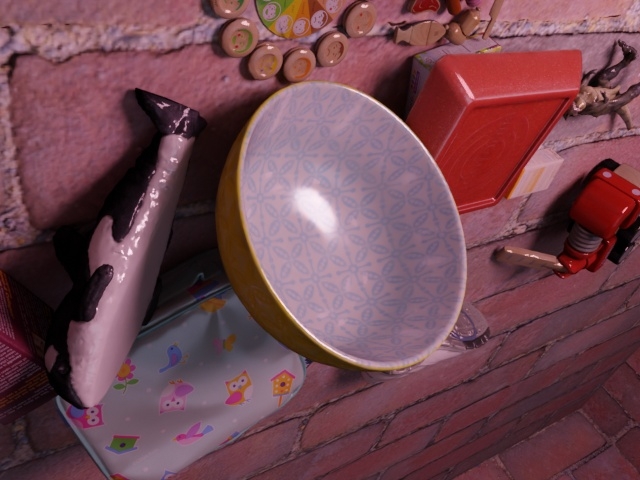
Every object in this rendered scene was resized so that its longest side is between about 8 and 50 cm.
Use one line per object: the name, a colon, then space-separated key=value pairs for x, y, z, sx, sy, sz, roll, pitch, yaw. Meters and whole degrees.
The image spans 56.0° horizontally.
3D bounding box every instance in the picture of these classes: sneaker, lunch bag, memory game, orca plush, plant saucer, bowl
sneaker: x=0.199 y=0.196 z=1.169 sx=0.297 sy=0.111 sz=0.129 roll=-11 pitch=154 yaw=-28
lunch bag: x=-0.162 y=0.142 z=0.717 sx=0.279 sy=0.108 sz=0.224 roll=-29 pitch=122 yaw=-16
memory game: x=-0.012 y=-0.222 z=0.535 sx=0.186 sy=0.012 sz=0.186 roll=-24 pitch=144 yaw=-19
orca plush: x=-0.205 y=0.001 z=0.550 sx=0.151 sy=0.102 sz=0.287 roll=-50 pitch=159 yaw=-76
plant saucer: x=0.194 y=-0.113 z=0.756 sx=0.259 sy=0.048 sz=0.258 roll=-13 pitch=145 yaw=-33
bowl: x=0.000 y=0.000 z=0.630 sx=0.289 sy=0.290 sz=0.156 roll=-3 pitch=164 yaw=-40

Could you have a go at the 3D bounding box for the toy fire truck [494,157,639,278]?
toy fire truck: x=0.474 y=-0.017 z=1.121 sx=0.246 sy=0.158 sz=0.217 roll=-33 pitch=148 yaw=-24

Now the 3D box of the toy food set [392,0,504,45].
toy food set: x=0.135 y=-0.245 z=0.636 sx=0.122 sy=0.019 sz=0.078 roll=-7 pitch=136 yaw=-26

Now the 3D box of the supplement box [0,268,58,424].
supplement box: x=-0.315 y=0.078 z=0.540 sx=0.080 sy=0.104 sz=0.188 roll=-31 pitch=146 yaw=-7

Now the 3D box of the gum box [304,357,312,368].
gum box: x=-0.054 y=0.140 z=0.905 sx=0.184 sy=0.041 sz=0.157 roll=16 pitch=119 yaw=-49

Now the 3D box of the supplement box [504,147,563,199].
supplement box: x=0.330 y=-0.107 z=0.956 sx=0.098 sy=0.036 sz=0.062 roll=-14 pitch=140 yaw=-30

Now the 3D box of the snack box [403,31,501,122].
snack box: x=0.151 y=-0.167 z=0.722 sx=0.100 sy=0.037 sz=0.141 roll=-23 pitch=146 yaw=-18

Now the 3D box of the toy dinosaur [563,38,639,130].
toy dinosaur: x=0.443 y=-0.225 z=0.901 sx=0.268 sy=0.064 sz=0.118 roll=-4 pitch=141 yaw=-42
